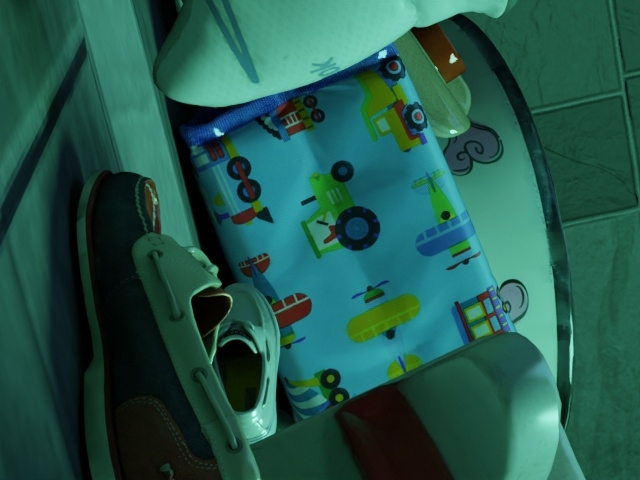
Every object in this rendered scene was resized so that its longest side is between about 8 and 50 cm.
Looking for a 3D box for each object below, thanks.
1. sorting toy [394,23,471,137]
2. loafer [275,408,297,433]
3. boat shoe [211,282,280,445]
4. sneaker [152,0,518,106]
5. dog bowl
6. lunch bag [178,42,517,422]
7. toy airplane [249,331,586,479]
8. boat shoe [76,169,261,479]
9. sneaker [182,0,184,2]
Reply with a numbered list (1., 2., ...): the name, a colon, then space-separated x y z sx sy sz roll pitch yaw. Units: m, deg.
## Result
1. sorting toy: 0.012 -0.205 0.982 0.307 0.041 0.229 55 11 -3
2. loafer: -0.013 0.165 0.905 0.125 0.039 0.045 62 26 5
3. boat shoe: -0.039 0.055 0.751 0.035 0.035 0.100 81 5 -48
4. sneaker: -0.058 -0.166 0.405 0.297 0.129 0.111 59 7 -13
5. dog bowl: 0.059 0.019 1.252 0.408 0.150 0.408 170 -90 -75
6. lunch bag: 0.000 0.000 0.974 0.293 0.138 0.221 -156 -138 -79
7. toy airplane: 0.085 0.226 0.563 0.384 0.272 0.386 27 -26 39
8. boat shoe: -0.046 0.026 0.436 0.137 0.043 0.049 -103 178 -49
9. sneaker: -0.066 -0.210 1.085 0.115 0.090 0.232 82 -2 -48
